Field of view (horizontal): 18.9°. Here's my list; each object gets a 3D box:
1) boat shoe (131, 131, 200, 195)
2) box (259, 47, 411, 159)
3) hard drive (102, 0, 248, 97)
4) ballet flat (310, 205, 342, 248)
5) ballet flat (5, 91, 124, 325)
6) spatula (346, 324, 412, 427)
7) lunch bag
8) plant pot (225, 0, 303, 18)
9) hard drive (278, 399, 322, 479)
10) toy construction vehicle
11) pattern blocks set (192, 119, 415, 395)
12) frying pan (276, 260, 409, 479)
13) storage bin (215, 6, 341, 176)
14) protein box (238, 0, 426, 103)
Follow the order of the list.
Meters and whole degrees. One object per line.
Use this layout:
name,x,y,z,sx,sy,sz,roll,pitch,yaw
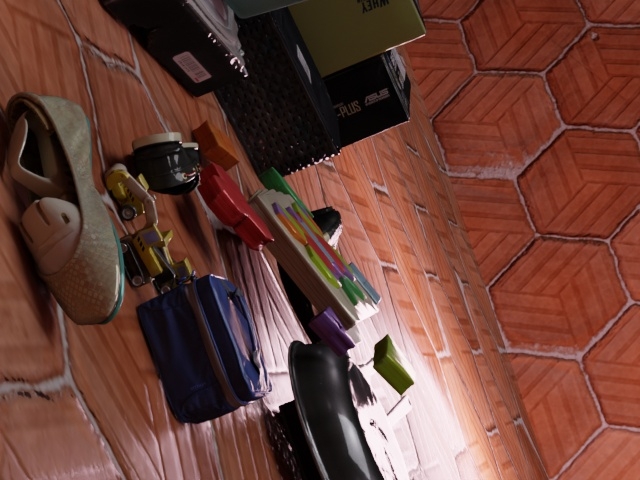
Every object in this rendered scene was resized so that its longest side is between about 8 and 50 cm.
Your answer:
boat shoe,-0.111,-0.052,1.391,0.133,0.049,0.042,57,21,-89
box,0.017,-0.156,2.074,0.180,0.147,0.077,-79,145,-72
hard drive,-0.165,-0.315,1.661,0.237,0.064,0.339,46,23,-68
ballet flat,0.000,0.000,1.894,0.173,0.057,0.049,-53,126,-79
ballet flat,-0.154,-0.020,1.105,0.052,0.057,0.168,22,35,-37
spatula,0.054,0.127,1.993,0.242,0.019,0.168,-25,93,-77
lunch bag,-0.073,0.067,1.279,0.067,0.065,0.098,20,49,-78
plant pot,-0.054,-0.323,1.634,0.165,0.166,0.234,-96,169,-60
hard drive,0.007,0.199,1.571,0.094,0.022,0.135,39,31,-72
toy construction vehicle,-0.115,-0.007,1.306,0.086,0.035,0.098,-64,131,-78
pattern blocks set,-0.010,0.013,1.651,0.285,0.026,0.325,50,8,-12
frying pan,0.025,0.138,1.615,0.326,0.053,0.197,-92,157,-62
storage bin,-0.054,-0.161,1.881,0.122,0.084,0.180,-96,161,-61
protein box,-0.024,-0.283,1.966,0.136,0.200,0.201,-95,161,-61
